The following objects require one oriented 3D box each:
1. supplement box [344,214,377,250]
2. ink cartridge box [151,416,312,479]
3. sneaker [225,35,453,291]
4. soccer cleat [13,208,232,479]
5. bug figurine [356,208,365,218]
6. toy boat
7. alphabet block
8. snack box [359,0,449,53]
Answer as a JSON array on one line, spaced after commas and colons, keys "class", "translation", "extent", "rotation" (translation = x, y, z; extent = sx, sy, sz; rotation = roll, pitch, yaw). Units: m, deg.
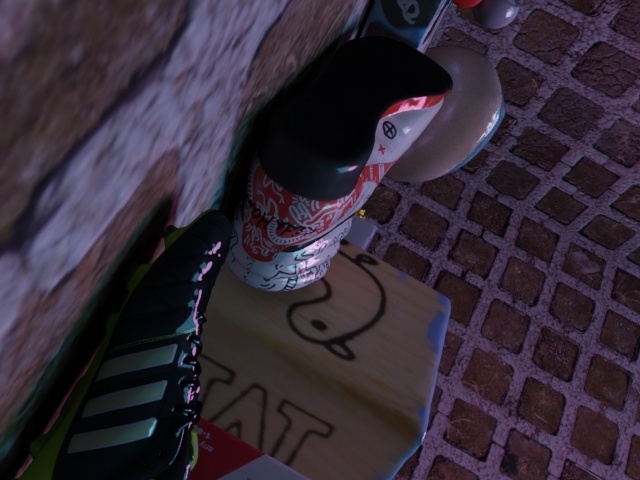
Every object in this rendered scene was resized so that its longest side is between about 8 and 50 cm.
[{"class": "supplement box", "translation": [-0.025, 0.045, 0.837], "extent": [0.111, 0.113, 0.220], "rotation": [-61, 180, -26]}, {"class": "ink cartridge box", "translation": [-0.100, 0.236, 0.330], "extent": [0.114, 0.196, 0.273], "rotation": [-63, 177, 39]}, {"class": "sneaker", "translation": [0.014, -0.066, 0.535], "extent": [0.270, 0.090, 0.145], "rotation": [-49, 170, -52]}, {"class": "soccer cleat", "translation": [-0.080, 0.070, 0.315], "extent": [0.179, 0.072, 0.060], "rotation": [-61, 178, -11]}, {"class": "bug figurine", "translation": [0.000, 0.000, 1.051], "extent": [0.216, 0.072, 0.279], "rotation": [-84, -164, -62]}, {"class": "toy boat", "translation": [0.180, -0.229, 0.926], "extent": [0.267, 0.148, 0.319], "rotation": [15, -93, 60]}, {"class": "alphabet block", "translation": [-0.025, 0.115, 0.577], "extent": [0.194, 0.197, 0.192], "rotation": [-62, 179, 30]}, {"class": "snack box", "translation": [0.083, -0.211, 0.708], "extent": [0.187, 0.060, 0.322], "rotation": [-59, 177, -41]}]
